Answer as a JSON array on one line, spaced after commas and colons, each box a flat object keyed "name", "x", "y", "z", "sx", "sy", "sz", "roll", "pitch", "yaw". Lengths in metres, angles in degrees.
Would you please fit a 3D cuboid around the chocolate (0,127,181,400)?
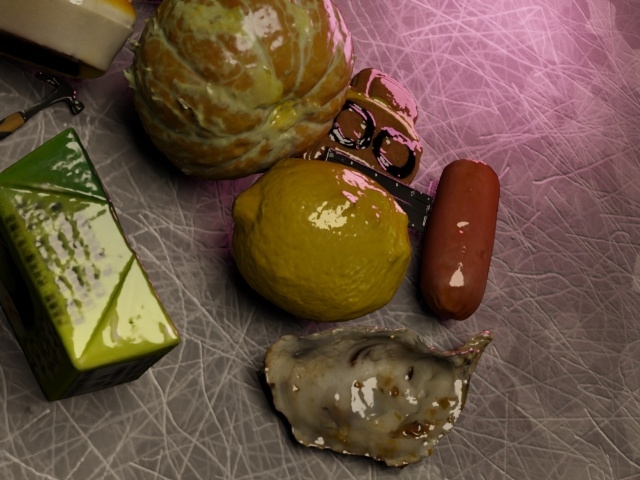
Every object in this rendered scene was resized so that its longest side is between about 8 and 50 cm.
[{"name": "chocolate", "x": -0.316, "y": 0.048, "z": 1.703, "sx": 0.137, "sy": 0.301, "sz": 0.288, "roll": -25, "pitch": 84, "yaw": -22}]

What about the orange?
[{"name": "orange", "x": -0.110, "y": -0.240, "z": 1.920, "sx": 0.329, "sy": 0.329, "sz": 0.249, "roll": -21, "pitch": 59, "yaw": -34}]

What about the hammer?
[{"name": "hammer", "x": -0.421, "y": -0.169, "z": 1.886, "sx": 0.201, "sy": 0.021, "sz": 0.078, "roll": -38, "pitch": 92, "yaw": -36}]

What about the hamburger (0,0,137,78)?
[{"name": "hamburger", "x": -0.397, "y": -0.325, "z": 1.843, "sx": 0.295, "sy": 0.227, "sz": 0.151, "roll": 23, "pitch": 84, "yaw": -22}]

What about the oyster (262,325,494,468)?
[{"name": "oyster", "x": 0.093, "y": 0.227, "z": 1.994, "sx": 0.396, "sy": 0.111, "sz": 0.204, "roll": 3, "pitch": 87, "yaw": -29}]

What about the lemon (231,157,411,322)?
[{"name": "lemon", "x": 0.000, "y": 0.000, "z": 1.935, "sx": 0.288, "sy": 0.233, "sz": 0.233, "roll": 25, "pitch": 60, "yaw": -28}]

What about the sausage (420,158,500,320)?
[{"name": "sausage", "x": 0.217, "y": 0.003, "z": 2.131, "sx": 0.114, "sy": 0.113, "sz": 0.259, "roll": 25, "pitch": 60, "yaw": -20}]

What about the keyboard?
[{"name": "keyboard", "x": 0.086, "y": -0.077, "z": 2.104, "sx": 0.202, "sy": 0.011, "sz": 0.067, "roll": 24, "pitch": 72, "yaw": -24}]

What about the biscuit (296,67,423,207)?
[{"name": "biscuit", "x": 0.065, "y": -0.151, "z": 2.147, "sx": 0.208, "sy": 0.041, "sz": 0.290, "roll": 31, "pitch": 58, "yaw": -15}]
